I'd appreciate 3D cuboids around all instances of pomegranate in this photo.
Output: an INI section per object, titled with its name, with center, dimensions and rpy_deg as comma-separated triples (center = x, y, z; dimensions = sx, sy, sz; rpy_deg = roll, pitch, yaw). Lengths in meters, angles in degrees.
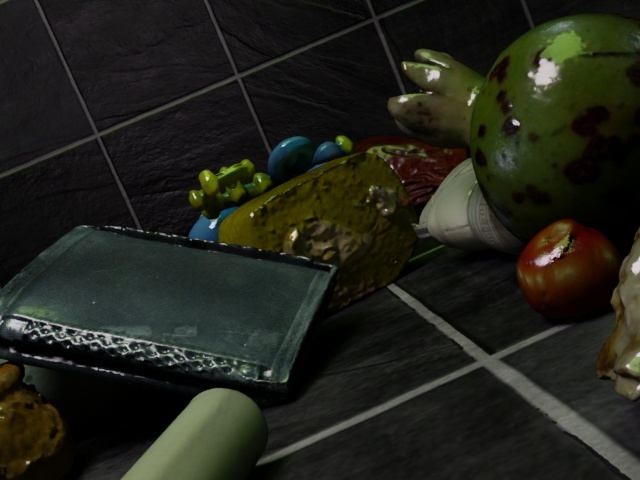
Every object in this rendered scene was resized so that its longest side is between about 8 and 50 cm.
[pomegranate]
center = 0.215, -0.117, 0.729
dimensions = 0.242, 0.305, 0.242
rpy_deg = -61, -6, -10

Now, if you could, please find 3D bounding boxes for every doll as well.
[doll]
center = -0.089, -0.034, 1.183
dimensions = 0.341, 0.099, 0.346
rpy_deg = -30, -30, -20

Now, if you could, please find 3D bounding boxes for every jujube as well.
[jujube]
center = 0.164, -0.122, 1.446
dimensions = 0.255, 0.190, 0.190
rpy_deg = -13, 11, 20

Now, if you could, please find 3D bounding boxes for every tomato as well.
[tomato]
center = 0.205, 0.023, 0.637
dimensions = 0.087, 0.075, 0.087
rpy_deg = -25, 10, 5

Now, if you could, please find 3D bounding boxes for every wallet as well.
[wallet]
center = -0.167, 0.074, 0.847
dimensions = 0.341, 0.075, 0.237
rpy_deg = 8, 32, 11

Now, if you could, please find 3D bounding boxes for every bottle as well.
[bottle]
center = -0.097, 0.171, 0.509
dimensions = 0.072, 0.072, 0.201
rpy_deg = -21, 8, 17

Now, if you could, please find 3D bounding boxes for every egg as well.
[egg]
center = -0.307, 0.146, 0.946
dimensions = 0.236, 0.169, 0.169
rpy_deg = -21, 7, -6

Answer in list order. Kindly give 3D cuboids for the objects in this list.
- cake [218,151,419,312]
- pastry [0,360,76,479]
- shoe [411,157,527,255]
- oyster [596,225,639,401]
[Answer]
[cake]
center = 0.000, 0.000, 1.031
dimensions = 0.260, 0.179, 0.156
rpy_deg = -29, 8, -20
[pastry]
center = -0.370, 0.232, 0.764
dimensions = 0.240, 0.132, 0.235
rpy_deg = -26, 12, 38
[shoe]
center = 0.269, -0.087, 0.996
dimensions = 0.342, 0.132, 0.210
rpy_deg = -31, 13, -30
[oyster]
center = 0.286, 0.000, 0.352
dimensions = 0.336, 0.133, 0.198
rpy_deg = -23, 13, 41
